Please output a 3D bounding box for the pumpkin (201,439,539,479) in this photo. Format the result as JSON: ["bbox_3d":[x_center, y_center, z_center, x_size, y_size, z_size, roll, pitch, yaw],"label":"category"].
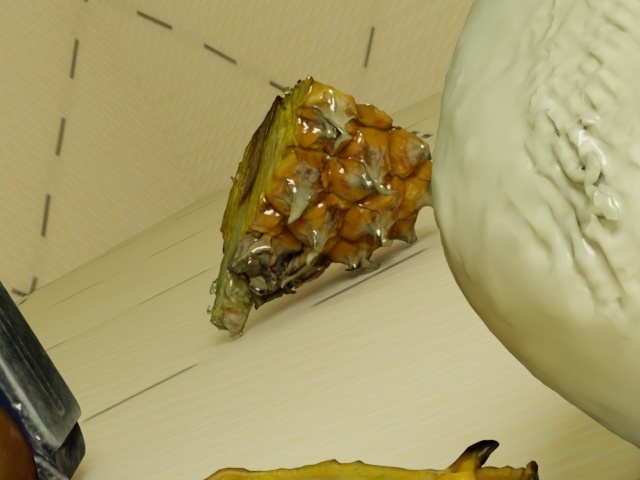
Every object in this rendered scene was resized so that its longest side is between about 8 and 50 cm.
[{"bbox_3d":[-0.027,0.099,0.330,0.163,0.111,0.278,-12,-7,1],"label":"pumpkin"}]

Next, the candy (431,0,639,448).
[{"bbox_3d":[0.159,-0.055,0.427,0.295,0.185,0.295,-29,0,0],"label":"candy"}]

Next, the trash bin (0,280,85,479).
[{"bbox_3d":[-0.257,0.119,0.939,0.234,0.163,0.184,-32,5,2],"label":"trash bin"}]

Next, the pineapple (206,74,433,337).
[{"bbox_3d":[0.002,-0.002,1.235,0.250,0.139,0.164,131,156,-63],"label":"pineapple"}]

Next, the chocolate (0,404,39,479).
[{"bbox_3d":[-0.196,0.120,0.704,0.176,0.177,0.177,-26,5,3],"label":"chocolate"}]
